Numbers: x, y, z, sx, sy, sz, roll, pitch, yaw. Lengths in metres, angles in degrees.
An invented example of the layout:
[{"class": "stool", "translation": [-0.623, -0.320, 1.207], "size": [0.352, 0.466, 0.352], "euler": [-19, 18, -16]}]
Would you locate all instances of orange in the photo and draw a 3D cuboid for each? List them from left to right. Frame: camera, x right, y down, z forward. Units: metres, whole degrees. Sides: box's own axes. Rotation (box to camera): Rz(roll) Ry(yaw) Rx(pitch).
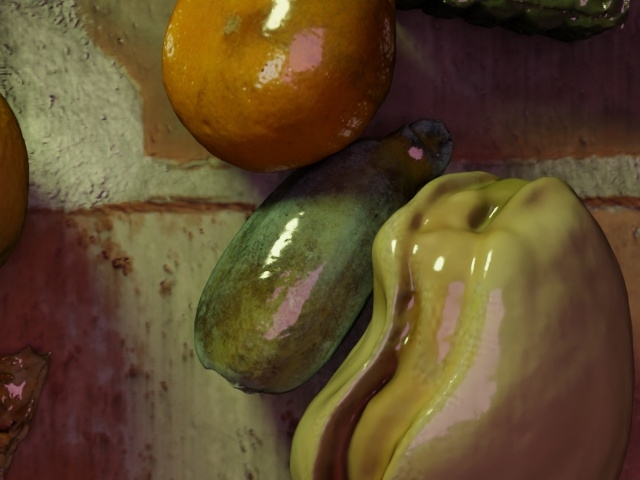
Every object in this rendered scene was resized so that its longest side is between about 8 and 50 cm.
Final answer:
[{"class": "orange", "translation": [-0.032, -0.178, 1.275], "size": [0.171, 0.240, 0.240], "euler": [25, 88, -47]}]

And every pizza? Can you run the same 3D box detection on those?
[{"class": "pizza", "translation": [-0.358, 0.188, 1.316], "size": [0.226, 0.069, 0.147], "euler": [-10, 90, -6]}]

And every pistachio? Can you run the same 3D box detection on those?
[{"class": "pistachio", "translation": [0.128, 0.154, 1.245], "size": [0.281, 0.365, 0.446], "euler": [19, 110, 33]}]

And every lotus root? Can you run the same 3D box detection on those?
[{"class": "lotus root", "translation": [0.000, 0.000, 1.309], "size": [0.140, 0.158, 0.322], "euler": [33, 80, 5]}]

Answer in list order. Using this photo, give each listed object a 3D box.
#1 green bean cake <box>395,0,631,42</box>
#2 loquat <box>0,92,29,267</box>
[{"class": "green bean cake", "translation": [0.179, -0.326, 1.335], "size": [0.255, 0.132, 0.241], "euler": [12, 94, -7]}, {"class": "loquat", "translation": [-0.390, -0.046, 1.213], "size": [0.274, 0.275, 0.275], "euler": [0, 91, -6]}]
